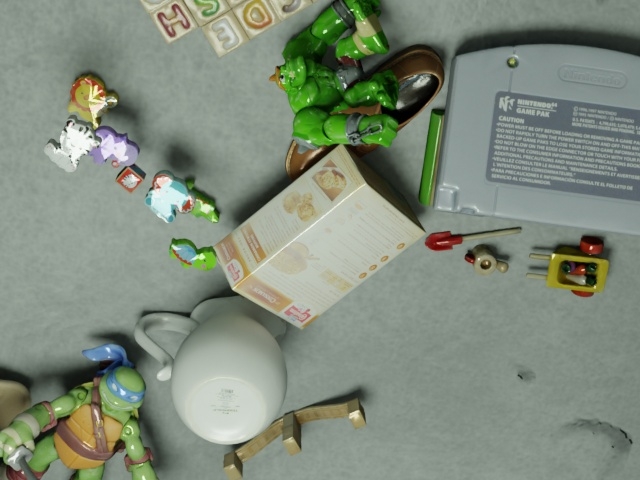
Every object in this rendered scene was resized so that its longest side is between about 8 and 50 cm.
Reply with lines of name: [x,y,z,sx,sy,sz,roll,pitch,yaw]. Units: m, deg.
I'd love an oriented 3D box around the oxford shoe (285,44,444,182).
oxford shoe: [0.044,-0.128,1.289,0.212,0.076,0.076,-40,111,15]

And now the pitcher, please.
pitcher: [-0.125,0.135,1.323,0.178,0.207,0.125,1,113,-2]

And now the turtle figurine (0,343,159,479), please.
turtle figurine: [-0.287,0.280,1.363,0.198,0.274,0.266,2,144,-40]

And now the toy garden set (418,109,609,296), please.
toy garden set: [0.234,-0.034,1.352,0.244,0.049,0.203,4,113,-5]

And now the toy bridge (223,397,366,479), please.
toy bridge: [-0.035,0.234,1.447,0.188,0.063,0.026,-24,112,9]

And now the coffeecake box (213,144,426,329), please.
coffeecake box: [0.000,0.000,1.312,0.185,0.068,0.142,-38,143,13]

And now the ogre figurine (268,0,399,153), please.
ogre figurine: [0.017,-0.166,1.229,0.118,0.097,0.197,-24,75,26]

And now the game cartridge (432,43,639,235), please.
game cartridge: [0.277,-0.109,1.282,0.294,0.060,0.196,8,94,-3]

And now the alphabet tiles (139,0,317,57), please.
alphabet tiles: [-0.089,-0.312,1.238,0.237,0.009,0.198,-28,112,9]

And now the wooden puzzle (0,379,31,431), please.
wooden puzzle: [-0.490,0.226,1.391,0.239,0.044,0.221,16,122,-37]

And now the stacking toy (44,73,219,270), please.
stacking toy: [-0.185,-0.072,1.251,0.221,0.167,0.052,41,105,-17]
